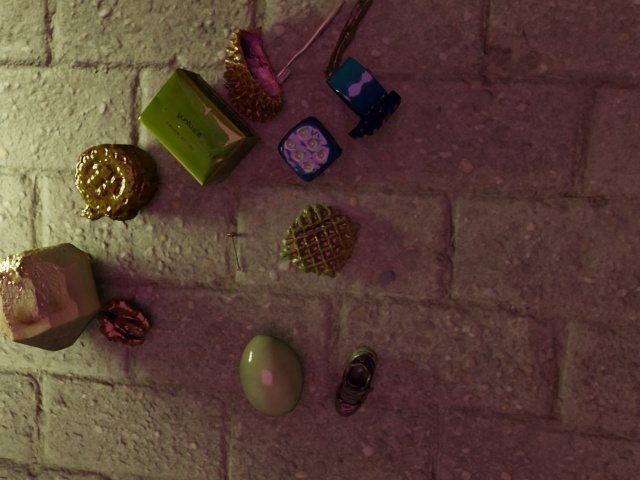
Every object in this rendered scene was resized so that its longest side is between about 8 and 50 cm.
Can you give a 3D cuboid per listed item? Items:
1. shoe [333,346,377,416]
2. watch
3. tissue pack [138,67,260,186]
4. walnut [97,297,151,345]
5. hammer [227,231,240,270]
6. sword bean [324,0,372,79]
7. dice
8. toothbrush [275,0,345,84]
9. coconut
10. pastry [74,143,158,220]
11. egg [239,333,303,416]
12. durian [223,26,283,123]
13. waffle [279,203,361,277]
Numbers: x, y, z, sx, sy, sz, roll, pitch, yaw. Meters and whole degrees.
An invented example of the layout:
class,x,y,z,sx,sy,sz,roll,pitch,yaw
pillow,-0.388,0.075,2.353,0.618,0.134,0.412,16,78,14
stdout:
class,x,y,z,sx,sy,sz,roll,pitch,yaw
shoe,0.107,0.439,1.601,0.099,0.125,0.228,20,96,2
watch,0.112,-0.403,1.491,0.171,0.196,0.200,-44,96,-1
tissue pack,-0.350,-0.328,1.559,0.275,0.167,0.200,46,106,0
walnut,-0.623,0.260,1.703,0.170,0.069,0.143,30,97,2
hammer,-0.266,0.034,1.667,0.029,0.014,0.123,-9,97,16
sword bean,0.079,-0.594,1.554,0.043,0.038,0.269,31,99,29
dice,-0.032,-0.263,1.545,0.146,0.146,0.143,-40,92,13
toothbrush,-0.029,-0.584,1.573,0.029,0.025,0.307,41,99,-6
coconut,-0.828,0.182,1.614,0.297,0.297,0.310,-18,89,8
pastry,-0.619,-0.182,1.642,0.240,0.132,0.235,2,104,14
egg,-0.148,0.403,1.596,0.186,0.186,0.253,-21,95,9
durian,-0.219,-0.471,1.564,0.186,0.153,0.260,-41,72,40
waffle,0.000,0.000,1.608,0.207,0.054,0.214,25,92,8
